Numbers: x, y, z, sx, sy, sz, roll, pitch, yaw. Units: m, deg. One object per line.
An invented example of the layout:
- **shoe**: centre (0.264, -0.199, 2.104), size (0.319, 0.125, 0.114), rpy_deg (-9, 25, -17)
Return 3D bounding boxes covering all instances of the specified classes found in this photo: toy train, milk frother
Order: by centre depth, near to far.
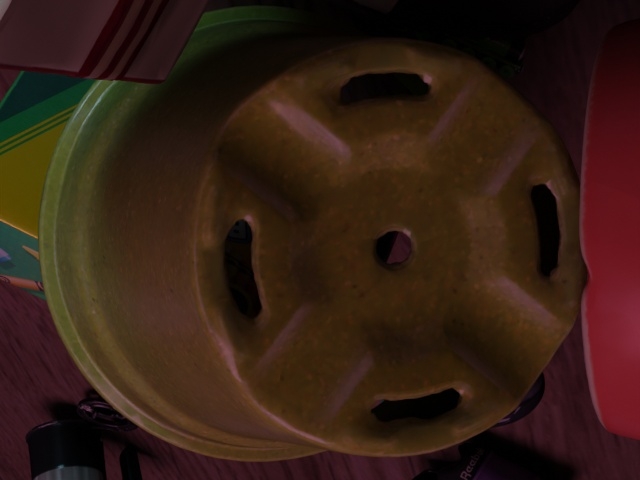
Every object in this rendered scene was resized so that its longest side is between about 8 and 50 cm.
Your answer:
- **toy train**: centre (0.083, -0.121, 0.751), size (0.083, 0.017, 0.023), rpy_deg (24, 136, -1)
- **milk frother**: centre (-0.252, 0.253, 1.374), size (0.129, 0.134, 0.143), rpy_deg (-8, 150, -9)

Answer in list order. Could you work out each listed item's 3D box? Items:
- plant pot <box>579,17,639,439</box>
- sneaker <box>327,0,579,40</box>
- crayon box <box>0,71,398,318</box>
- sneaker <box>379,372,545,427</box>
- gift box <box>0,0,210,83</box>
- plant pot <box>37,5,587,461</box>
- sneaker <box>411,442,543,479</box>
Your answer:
- **plant pot**: centre (0.251, -0.005, 0.567), size (0.243, 0.275, 0.275), rpy_deg (2, 141, 21)
- **sneaker**: centre (0.002, -0.213, 0.574), size (0.331, 0.122, 0.146), rpy_deg (29, 148, -10)
- **crayon box**: centre (-0.096, -0.013, 0.875), size (0.279, 0.165, 0.081), rpy_deg (26, 147, -5)
- **sneaker**: centre (0.062, 0.078, 0.989), size (0.224, 0.083, 0.098), rpy_deg (12, 140, 18)
- **gift box**: centre (-0.094, -0.207, 0.385), size (0.255, 0.258, 0.276), rpy_deg (30, -173, -3)
- **plant pot**: centre (0.000, 0.000, 0.657), size (0.276, 0.276, 0.254), rpy_deg (32, 174, -13)
- **sneaker**: centre (0.133, 0.272, 1.227), size (0.124, 0.107, 0.283), rpy_deg (36, 144, 8)
